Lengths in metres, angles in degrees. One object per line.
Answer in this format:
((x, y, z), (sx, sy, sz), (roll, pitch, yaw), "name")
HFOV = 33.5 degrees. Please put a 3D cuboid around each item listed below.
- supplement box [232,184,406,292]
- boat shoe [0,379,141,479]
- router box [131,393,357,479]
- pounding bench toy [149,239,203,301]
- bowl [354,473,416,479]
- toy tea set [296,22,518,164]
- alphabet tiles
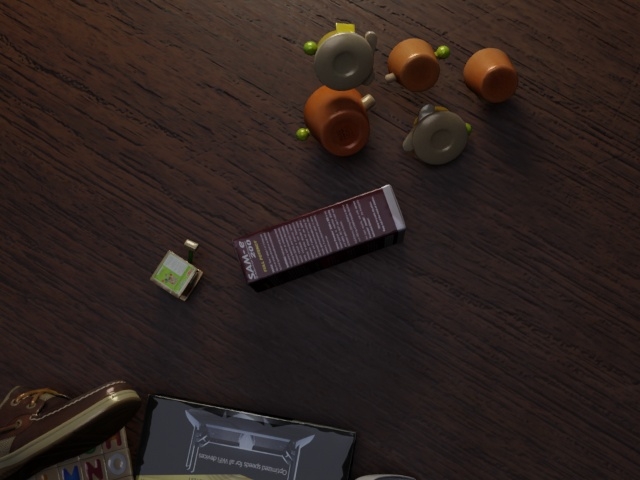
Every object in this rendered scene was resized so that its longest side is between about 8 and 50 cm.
((0.000, 0.000, 1.552), (0.239, 0.130, 0.073), (-20, 82, -1), "supplement box")
((-0.411, 0.261, 1.505), (0.342, 0.123, 0.123), (-30, 72, 20), "boat shoe")
((-0.117, 0.367, 1.534), (0.308, 0.081, 0.243), (11, 83, 4), "router box")
((-0.205, 0.041, 1.589), (0.052, 0.065, 0.083), (32, 85, 7), "pounding bench toy")
((0.075, 0.397, 1.503), (0.053, 0.142, 0.142), (5, 82, 36), "bowl")
((0.124, -0.222, 1.588), (0.336, 0.124, 0.200), (4, 117, -14), "toy tea set")
((-0.377, 0.348, 1.541), (0.237, 0.009, 0.198), (-18, 74, 18), "alphabet tiles")
